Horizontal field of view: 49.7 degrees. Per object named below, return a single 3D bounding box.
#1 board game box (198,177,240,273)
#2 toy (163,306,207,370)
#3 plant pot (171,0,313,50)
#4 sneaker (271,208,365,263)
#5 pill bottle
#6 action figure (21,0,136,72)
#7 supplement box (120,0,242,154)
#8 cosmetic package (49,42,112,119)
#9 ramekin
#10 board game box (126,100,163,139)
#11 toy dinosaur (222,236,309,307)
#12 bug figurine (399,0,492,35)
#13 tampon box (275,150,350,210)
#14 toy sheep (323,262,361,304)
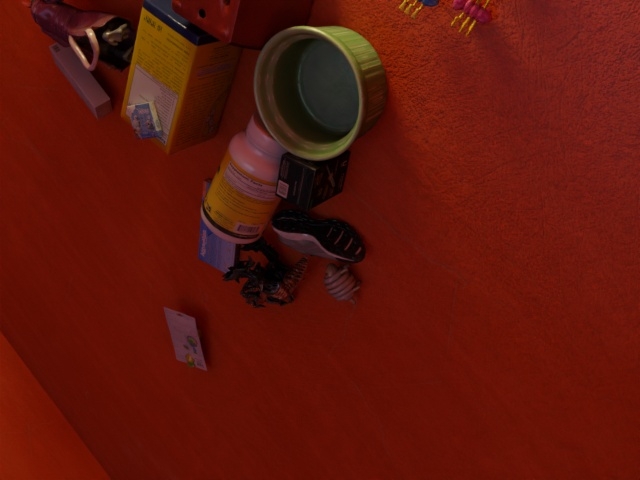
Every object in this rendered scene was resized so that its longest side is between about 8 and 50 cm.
[{"bbox_3d":[-0.300,-0.035,2.080,0.145,0.027,0.281,26,126,22],"label":"board game box"},{"bbox_3d":[-0.447,0.326,2.355,0.137,0.056,0.237,15,125,27],"label":"toy"},{"bbox_3d":[-0.183,-0.586,1.567,0.267,0.235,0.267,35,130,17],"label":"plant pot"},{"bbox_3d":[0.000,0.000,1.841,0.271,0.100,0.108,21,147,24],"label":"sneaker"},{"bbox_3d":[-0.175,-0.166,1.808,0.188,0.188,0.334,41,126,13],"label":"pill bottle"},{"bbox_3d":[-0.703,-0.594,1.956,0.370,0.276,0.248,26,133,7],"label":"action figure"},{"bbox_3d":[-0.361,-0.438,1.811,0.194,0.195,0.356,38,129,16],"label":"supplement box"},{"bbox_3d":[-0.735,-0.496,2.131,0.239,0.060,0.099,53,161,3],"label":"cosmetic package"},{"bbox_3d":[0.007,-0.351,1.608,0.303,0.148,0.303,17,121,30],"label":"ramekin"},{"bbox_3d":[-0.457,-0.311,1.801,0.090,0.020,0.090,-1,110,37],"label":"board game box"},{"bbox_3d":[-0.139,0.097,1.973,0.218,0.164,0.322,42,120,-18],"label":"toy dinosaur"},{"bbox_3d":[0.285,-0.540,1.356,0.216,0.072,0.279,41,126,5],"label":"bug figurine"},{"bbox_3d":[-0.018,-0.166,1.712,0.101,0.161,0.120,28,125,23],"label":"tampon box"},{"bbox_3d":[0.058,0.117,1.852,0.091,0.091,0.132,-27,100,42],"label":"toy sheep"}]
